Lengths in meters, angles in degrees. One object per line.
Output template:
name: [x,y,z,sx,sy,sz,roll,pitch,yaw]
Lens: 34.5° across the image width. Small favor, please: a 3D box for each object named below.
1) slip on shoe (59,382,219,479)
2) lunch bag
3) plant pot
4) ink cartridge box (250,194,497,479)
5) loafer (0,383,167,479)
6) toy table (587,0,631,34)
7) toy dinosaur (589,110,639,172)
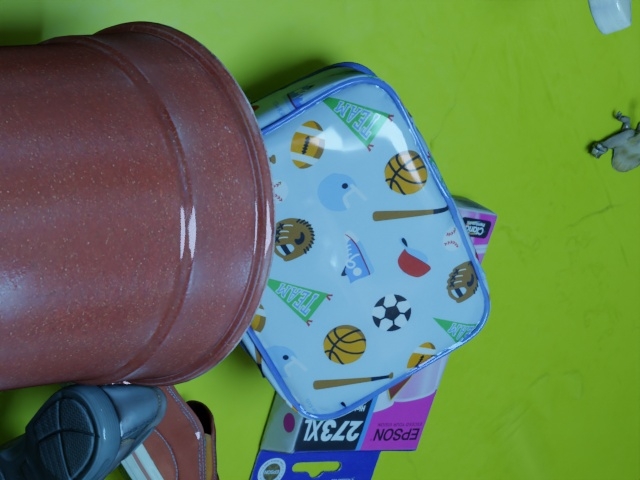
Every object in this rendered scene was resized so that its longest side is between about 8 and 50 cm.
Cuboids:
slip on shoe: [-0.135,0.204,0.971,0.101,0.123,0.331,-37,122,-21]
lunch bag: [0.000,0.000,0.930,0.243,0.115,0.303,-29,111,-1]
plant pot: [-0.215,-0.013,0.665,0.265,0.272,0.272,-9,117,-53]
ink cartridge box: [0.052,0.123,1.099,0.175,0.069,0.371,7,108,-37]
loafer: [-0.221,0.195,0.855,0.084,0.096,0.267,-9,157,-50]
toy table: [0.237,-0.323,0.924,0.161,0.252,0.274,46,55,-38]
toy dinosaur: [0.395,-0.119,1.247,0.183,0.053,0.093,11,119,-30]
